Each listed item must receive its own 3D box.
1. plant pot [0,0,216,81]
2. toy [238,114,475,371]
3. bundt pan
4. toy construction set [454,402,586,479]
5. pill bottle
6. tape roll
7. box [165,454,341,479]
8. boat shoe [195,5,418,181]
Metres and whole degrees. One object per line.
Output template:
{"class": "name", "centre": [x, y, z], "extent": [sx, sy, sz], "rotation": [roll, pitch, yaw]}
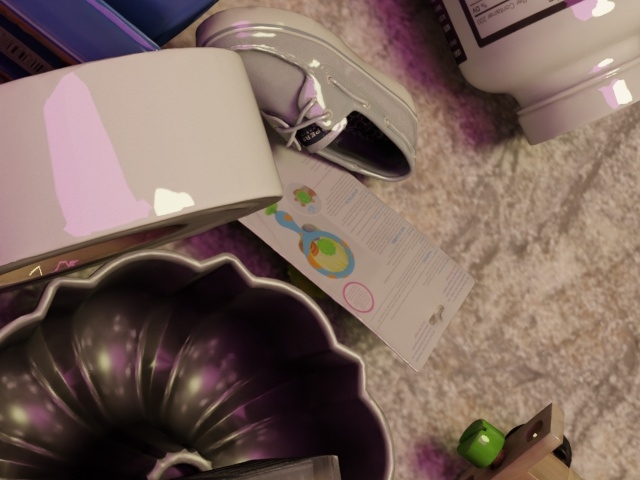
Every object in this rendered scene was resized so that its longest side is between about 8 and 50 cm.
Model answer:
{"class": "plant pot", "centre": [-0.169, -0.222, 0.942], "extent": [0.236, 0.236, 0.212], "rotation": [38, 74, -15]}
{"class": "toy", "centre": [0.000, 0.000, 1.068], "extent": [0.237, 0.056, 0.137], "rotation": [43, 40, -3]}
{"class": "bundt pan", "centre": [-0.118, 0.175, 0.949], "extent": [0.331, 0.124, 0.330], "rotation": [5, 80, -26]}
{"class": "toy construction set", "centre": [0.210, 0.240, 1.017], "extent": [0.237, 0.309, 0.257], "rotation": [45, 57, -7]}
{"class": "pill bottle", "centre": [0.169, -0.252, 1.134], "extent": [0.181, 0.181, 0.323], "rotation": [-26, 93, -27]}
{"class": "tape roll", "centre": [-0.170, -0.034, 0.874], "extent": [0.286, 0.286, 0.100], "rotation": [-17, 88, -27]}
{"class": "box", "centre": [-0.124, 0.306, 0.736], "extent": [0.395, 0.097, 0.318], "rotation": [-6, 86, -47]}
{"class": "boat shoe", "centre": [0.000, -0.107, 1.048], "extent": [0.227, 0.079, 0.081], "rotation": [23, 47, -41]}
